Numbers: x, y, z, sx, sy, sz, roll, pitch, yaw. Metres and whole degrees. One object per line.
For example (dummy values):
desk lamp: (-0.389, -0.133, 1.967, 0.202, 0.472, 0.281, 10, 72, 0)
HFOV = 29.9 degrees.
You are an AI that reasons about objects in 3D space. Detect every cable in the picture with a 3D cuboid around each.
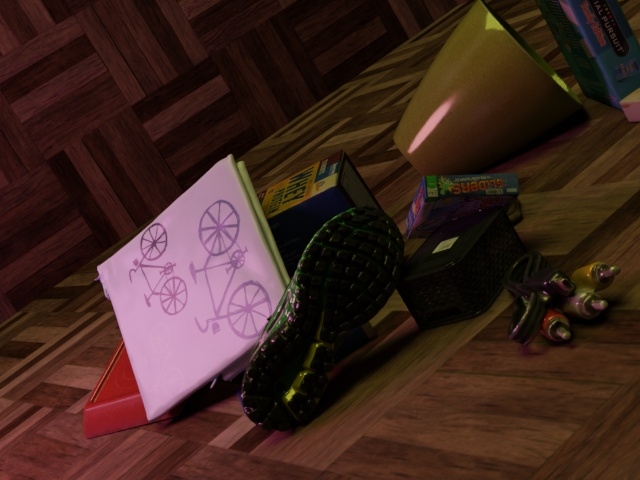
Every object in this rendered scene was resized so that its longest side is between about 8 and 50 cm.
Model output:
cable: (0.277, 0.077, 1.492, 0.139, 0.072, 0.287, -49, 3, -3)

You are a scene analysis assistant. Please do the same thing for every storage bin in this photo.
storage bin: (0.197, 0.036, 1.686, 0.122, 0.084, 0.180, -19, 17, 41)

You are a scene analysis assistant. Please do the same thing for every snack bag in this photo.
snack bag: (-0.198, 0.085, 1.891, 0.342, 0.323, 0.037, -38, -31, 24)

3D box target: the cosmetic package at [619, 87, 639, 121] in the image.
cosmetic package: (0.551, -0.227, 1.963, 0.060, 0.041, 0.115, -35, 14, -16)

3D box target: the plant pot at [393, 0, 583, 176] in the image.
plant pot: (0.283, -0.247, 2.219, 0.293, 0.275, 0.275, -43, 10, 16)

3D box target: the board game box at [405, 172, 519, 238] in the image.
board game box: (0.206, -0.049, 1.775, 0.136, 0.035, 0.201, -3, -17, -4)

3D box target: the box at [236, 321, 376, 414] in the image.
box: (-0.032, 0.173, 1.793, 0.225, 0.036, 0.136, -33, 14, -4)

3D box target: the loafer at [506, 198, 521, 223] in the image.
loafer: (0.289, -0.064, 1.918, 0.056, 0.050, 0.148, -30, 14, 5)

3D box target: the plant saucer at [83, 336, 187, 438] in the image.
plant saucer: (-0.287, 0.204, 2.045, 0.258, 0.047, 0.259, -20, 33, 40)

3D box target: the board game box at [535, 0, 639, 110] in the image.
board game box: (0.470, -0.408, 2.156, 0.079, 0.336, 0.254, -30, 14, 3)

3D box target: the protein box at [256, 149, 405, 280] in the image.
protein box: (0.000, 0.000, 1.951, 0.200, 0.201, 0.136, -26, 22, 19)

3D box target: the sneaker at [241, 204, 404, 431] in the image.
sneaker: (-0.012, 0.097, 1.655, 0.343, 0.134, 0.146, -55, 10, -9)
